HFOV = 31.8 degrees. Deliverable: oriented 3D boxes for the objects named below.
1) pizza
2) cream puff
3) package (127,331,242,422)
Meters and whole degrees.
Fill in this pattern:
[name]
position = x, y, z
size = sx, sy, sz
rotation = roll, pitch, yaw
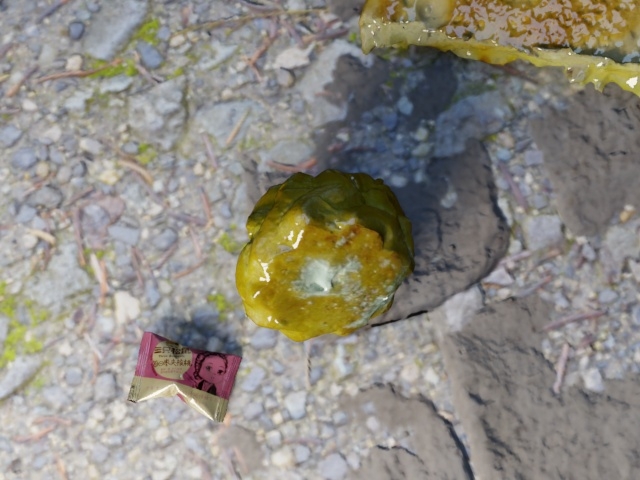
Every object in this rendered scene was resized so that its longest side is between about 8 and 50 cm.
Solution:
[pizza]
position = 0.191, -0.201, 0.933
size = 0.280, 0.075, 0.288
rotation = -44, 82, -1
[cream puff]
position = 0.000, 0.000, 0.884
size = 0.146, 0.146, 0.116
rotation = -16, 40, 0
[package]
position = -0.110, 0.111, 0.908
size = 0.083, 0.029, 0.059
rotation = 15, 73, -5
